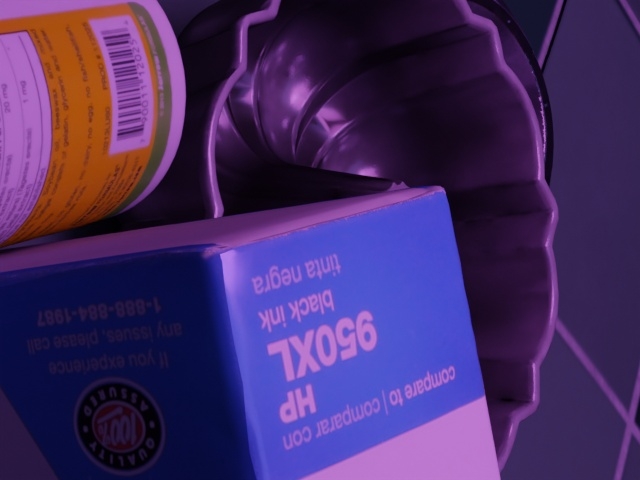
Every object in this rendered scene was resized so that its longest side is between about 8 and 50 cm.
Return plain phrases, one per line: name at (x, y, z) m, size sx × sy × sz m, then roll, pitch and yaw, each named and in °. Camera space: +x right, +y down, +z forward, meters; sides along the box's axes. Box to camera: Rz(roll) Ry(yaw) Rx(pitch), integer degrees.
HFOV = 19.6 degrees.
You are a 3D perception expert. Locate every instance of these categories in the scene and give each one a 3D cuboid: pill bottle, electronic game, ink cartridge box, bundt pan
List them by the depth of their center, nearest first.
ink cartridge box at (-0.065, 0.195, 0.809) m, size 0.166 × 0.285 × 0.395 m, roll -16°, pitch 96°, yaw -53°
pill bottle at (-0.184, -0.055, 0.820) m, size 0.246 × 0.136 × 0.136 m, roll -18°, pitch 99°, yaw -54°
bundt pan at (0.000, 0.000, 1.069) m, size 0.331 × 0.124 × 0.330 m, roll 11°, pitch 77°, yaw -51°
electronic game at (0.086, -0.079, 1.276) m, size 0.229 × 0.048 × 0.229 m, roll 6°, pitch 81°, yaw -45°
